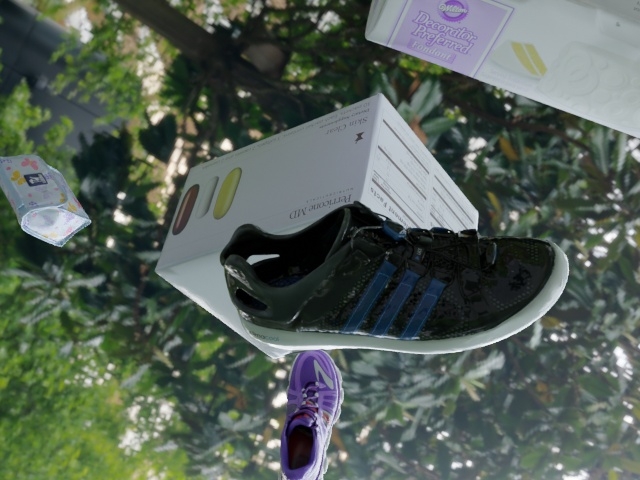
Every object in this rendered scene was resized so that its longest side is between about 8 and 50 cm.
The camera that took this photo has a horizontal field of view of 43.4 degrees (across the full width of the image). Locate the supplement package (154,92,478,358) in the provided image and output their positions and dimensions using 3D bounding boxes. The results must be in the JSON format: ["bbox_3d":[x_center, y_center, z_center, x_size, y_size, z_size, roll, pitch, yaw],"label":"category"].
[{"bbox_3d":[0.000,0.000,0.848,0.261,0.204,0.145,-17,-133,34],"label":"supplement package"}]

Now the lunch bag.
[{"bbox_3d":[-0.270,-0.041,0.771,0.053,0.083,0.071,-39,-113,5],"label":"lunch bag"}]

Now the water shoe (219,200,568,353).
[{"bbox_3d":[0.038,0.019,0.466,0.203,0.080,0.073,-9,-139,15],"label":"water shoe"}]

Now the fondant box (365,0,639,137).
[{"bbox_3d":[0.182,-0.259,0.658,0.096,0.238,0.330,116,-9,-51],"label":"fondant box"}]

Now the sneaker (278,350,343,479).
[{"bbox_3d":[-0.011,0.196,0.903,0.071,0.068,0.170,84,9,-57],"label":"sneaker"}]
